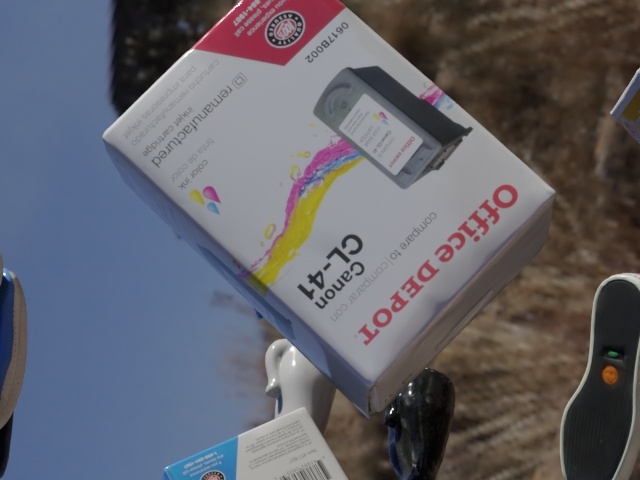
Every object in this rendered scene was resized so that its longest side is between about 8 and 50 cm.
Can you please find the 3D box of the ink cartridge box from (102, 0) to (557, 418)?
[{"bbox_3d":[0.008,-0.045,1.343,0.226,0.306,0.131,-45,-15,-10],"label":"ink cartridge box"}]

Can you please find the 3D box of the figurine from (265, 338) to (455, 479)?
[{"bbox_3d":[0.037,0.214,1.683,0.209,0.214,0.092,-88,18,-50],"label":"figurine"}]

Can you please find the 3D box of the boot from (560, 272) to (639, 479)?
[{"bbox_3d":[0.341,0.154,1.700,0.176,0.088,0.244,2,-76,-48],"label":"boot"}]

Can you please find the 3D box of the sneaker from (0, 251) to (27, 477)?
[{"bbox_3d":[-0.272,0.016,1.120,0.236,0.130,0.323,-34,52,42],"label":"sneaker"}]

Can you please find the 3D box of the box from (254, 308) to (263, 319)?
[{"bbox_3d":[0.000,0.000,1.676,0.178,0.042,0.109,-30,-65,-30],"label":"box"}]

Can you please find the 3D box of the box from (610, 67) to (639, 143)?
[{"bbox_3d":[0.236,-0.079,0.878,0.114,0.103,0.203,-44,-5,4],"label":"box"}]

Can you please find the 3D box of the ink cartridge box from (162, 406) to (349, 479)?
[{"bbox_3d":[-0.033,0.273,1.456,0.148,0.203,0.086,-21,-26,-23],"label":"ink cartridge box"}]
